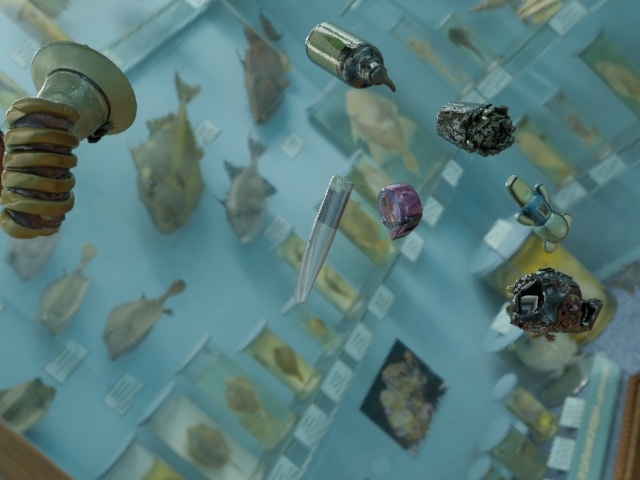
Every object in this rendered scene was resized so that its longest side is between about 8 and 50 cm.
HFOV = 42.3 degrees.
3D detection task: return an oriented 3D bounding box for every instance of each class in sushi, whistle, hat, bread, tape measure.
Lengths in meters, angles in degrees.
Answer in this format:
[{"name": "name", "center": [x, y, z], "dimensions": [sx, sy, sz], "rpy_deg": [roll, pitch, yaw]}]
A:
[{"name": "sushi", "center": [0.477, 0.136, 1.764], "dimensions": [0.172, 0.150, 0.153], "rpy_deg": [28, 97, 43]}, {"name": "whistle", "center": [0.510, -0.071, 1.960], "dimensions": [0.114, 0.235, 0.077], "rpy_deg": [-54, 28, -9]}, {"name": "hat", "center": [-0.548, -0.297, 1.815], "dimensions": [0.257, 0.257, 0.130], "rpy_deg": [-40, 19, 46]}, {"name": "bread", "center": [-0.445, -0.116, 1.331], "dimensions": [0.134, 0.081, 0.225], "rpy_deg": [-8, -77, -64]}, {"name": "tape measure", "center": [0.183, -0.073, 1.929], "dimensions": [0.074, 0.118, 0.125], "rpy_deg": [-17, -13, -28]}]

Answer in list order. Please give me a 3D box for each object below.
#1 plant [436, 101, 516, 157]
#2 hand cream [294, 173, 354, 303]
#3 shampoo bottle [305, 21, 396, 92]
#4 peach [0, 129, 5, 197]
[{"name": "plant", "center": [0.274, -0.202, 1.461], "dimensions": [0.092, 0.143, 0.094], "rpy_deg": [-19, -57, -37]}, {"name": "hand cream", "center": [0.000, 0.000, 1.581], "dimensions": [0.079, 0.048, 0.255], "rpy_deg": [-103, 32, -77]}, {"name": "shampoo bottle", "center": [0.067, -0.385, 1.767], "dimensions": [0.101, 0.101, 0.284], "rpy_deg": [-48, 38, 3]}, {"name": "peach", "center": [-0.713, -0.146, 1.610], "dimensions": [0.231, 0.231, 0.231], "rpy_deg": [-47, 7, 8]}]
